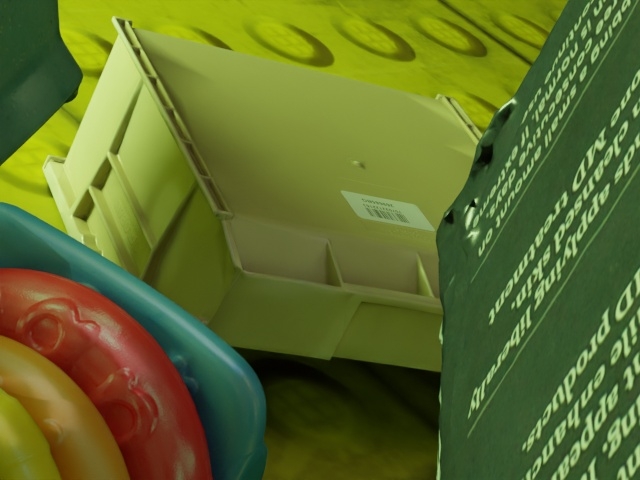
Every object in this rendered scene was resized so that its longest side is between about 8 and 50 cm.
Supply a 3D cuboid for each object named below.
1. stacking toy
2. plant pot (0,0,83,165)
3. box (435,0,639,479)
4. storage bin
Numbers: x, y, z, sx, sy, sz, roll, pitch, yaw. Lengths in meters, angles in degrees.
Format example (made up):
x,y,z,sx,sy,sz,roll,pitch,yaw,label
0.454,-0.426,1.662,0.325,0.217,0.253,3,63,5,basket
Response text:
x,y,z,sx,sy,sz,roll,pitch,yaw,label
-0.154,0.105,0.571,0.165,0.175,0.302,33,17,14,stacking toy
-0.244,-0.098,0.848,0.196,0.293,0.293,49,22,-14,plant pot
0.289,0.116,0.386,0.479,0.297,0.472,21,35,-9,box
0.000,0.000,1.029,0.262,0.123,0.260,11,30,-30,storage bin
